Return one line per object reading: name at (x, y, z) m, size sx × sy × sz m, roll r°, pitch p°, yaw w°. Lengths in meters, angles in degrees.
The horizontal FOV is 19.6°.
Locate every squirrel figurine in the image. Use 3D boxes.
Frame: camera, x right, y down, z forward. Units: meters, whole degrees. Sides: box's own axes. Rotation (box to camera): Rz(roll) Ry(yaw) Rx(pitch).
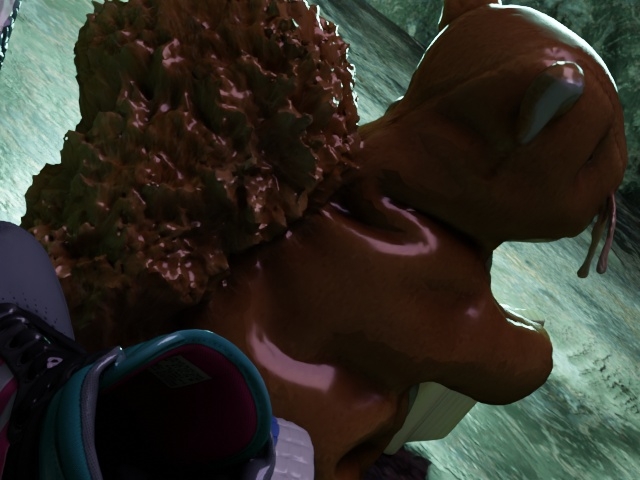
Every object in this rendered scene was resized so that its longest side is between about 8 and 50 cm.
squirrel figurine at (0.010, -0.024, 1.233) m, size 0.397 × 0.370 × 0.281 m, roll 34°, pitch 17°, yaw -26°

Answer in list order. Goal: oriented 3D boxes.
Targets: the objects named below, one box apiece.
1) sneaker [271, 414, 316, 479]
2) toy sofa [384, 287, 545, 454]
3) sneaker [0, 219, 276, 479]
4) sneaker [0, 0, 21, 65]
sneaker at (-0.079, 0.175, 0.996) m, size 0.147 × 0.130 × 0.330 m, roll 25°, pitch 14°, yaw -16°
toy sofa at (0.000, 0.000, 1.567) m, size 0.362 × 0.150 × 0.177 m, roll 49°, pitch 22°, yaw 24°
sneaker at (-0.112, 0.076, 0.896) m, size 0.124 × 0.178 × 0.295 m, roll 27°, pitch 38°, yaw -41°
sneaker at (-0.318, -0.197, 1.473) m, size 0.122 × 0.110 × 0.283 m, roll 12°, pitch 26°, yaw -27°
